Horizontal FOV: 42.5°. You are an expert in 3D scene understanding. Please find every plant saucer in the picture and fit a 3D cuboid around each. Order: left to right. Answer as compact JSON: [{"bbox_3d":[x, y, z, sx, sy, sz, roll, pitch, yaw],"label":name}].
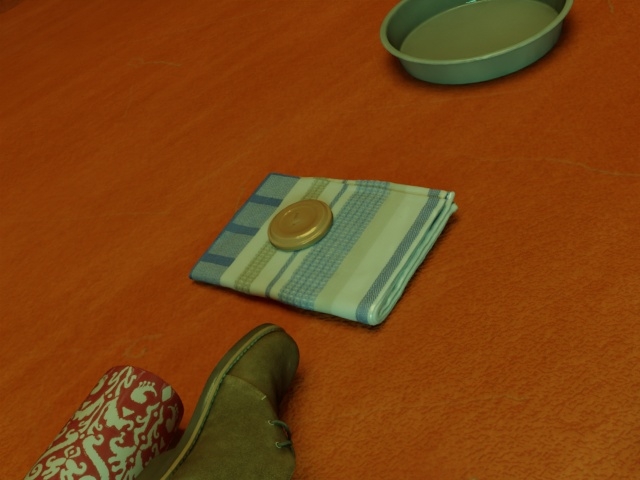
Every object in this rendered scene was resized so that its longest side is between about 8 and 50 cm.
[{"bbox_3d":[-0.026,-0.021,0.993,0.083,0.013,0.083,-15,39,12],"label":"plant saucer"}]

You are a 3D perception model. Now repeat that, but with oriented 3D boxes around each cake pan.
[{"bbox_3d":[0.238,-0.330,1.262,0.293,0.054,0.293,-13,39,10],"label":"cake pan"}]

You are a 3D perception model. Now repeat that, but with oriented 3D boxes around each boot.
[{"bbox_3d":[-0.062,0.186,0.727,0.115,0.112,0.305,6,32,18],"label":"boot"}]

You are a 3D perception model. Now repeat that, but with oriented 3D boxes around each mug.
[{"bbox_3d":[-0.222,0.209,0.784,0.150,0.113,0.169,1,40,23],"label":"mug"}]

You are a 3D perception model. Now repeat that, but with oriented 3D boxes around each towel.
[{"bbox_3d":[0.000,0.000,0.993,0.285,0.034,0.209,10,49,36],"label":"towel"}]
